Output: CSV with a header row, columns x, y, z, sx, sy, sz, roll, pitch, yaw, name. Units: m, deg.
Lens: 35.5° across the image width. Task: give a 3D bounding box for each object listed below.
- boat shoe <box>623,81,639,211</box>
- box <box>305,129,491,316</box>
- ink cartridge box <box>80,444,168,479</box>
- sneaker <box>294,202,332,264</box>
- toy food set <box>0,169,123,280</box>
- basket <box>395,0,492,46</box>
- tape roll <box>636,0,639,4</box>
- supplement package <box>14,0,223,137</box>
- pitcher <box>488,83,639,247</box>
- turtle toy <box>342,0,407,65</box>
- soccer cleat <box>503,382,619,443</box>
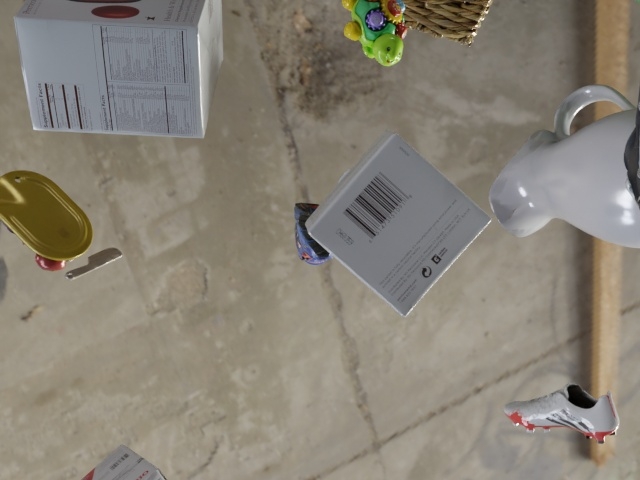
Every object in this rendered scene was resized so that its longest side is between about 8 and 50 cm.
x,y,z,sx,sy,sz,roll,pitch,yaw,name
0.259,-0.053,0.686,0.108,0.102,0.301,12,78,-26,boat shoe
0.102,-0.026,1.372,0.182,0.119,0.181,41,95,-7,box
-0.254,0.328,1.285,0.099,0.135,0.056,-40,112,-22,ink cartridge box
0.000,0.000,1.549,0.083,0.221,0.087,2,102,-3,sneaker
-0.440,-0.011,1.598,0.071,0.218,0.128,-47,176,40,toy food set
0.186,-0.499,1.586,0.213,0.299,0.223,16,136,-11,basket
0.390,-0.320,0.843,0.077,0.321,0.321,28,102,-32,tape roll
-0.229,-0.238,1.194,0.203,0.194,0.149,3,128,1,supplement package
0.281,-0.079,0.939,0.125,0.207,0.178,36,72,-31,pitcher
0.086,-0.302,1.417,0.095,0.130,0.066,15,152,-39,turtle toy
0.158,0.110,0.663,0.029,0.083,0.036,-22,108,-42,soccer cleat
